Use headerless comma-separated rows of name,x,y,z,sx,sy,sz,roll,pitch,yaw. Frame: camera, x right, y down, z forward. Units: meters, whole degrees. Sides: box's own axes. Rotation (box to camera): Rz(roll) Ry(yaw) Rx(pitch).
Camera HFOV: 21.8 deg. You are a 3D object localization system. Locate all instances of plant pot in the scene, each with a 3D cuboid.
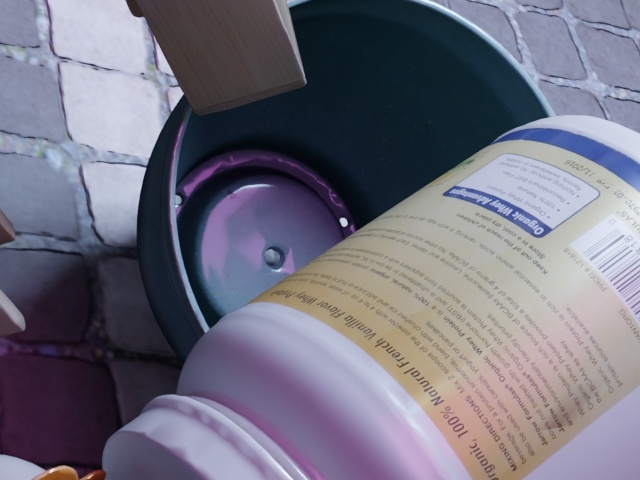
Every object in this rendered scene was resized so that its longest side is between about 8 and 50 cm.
plant pot,0.000,0.000,1.101,0.293,0.196,0.293,5,79,-27

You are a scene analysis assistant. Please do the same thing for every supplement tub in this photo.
supplement tub,0.068,0.098,0.876,0.316,0.228,0.228,-33,81,-27

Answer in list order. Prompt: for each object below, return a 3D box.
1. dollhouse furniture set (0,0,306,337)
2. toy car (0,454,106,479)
dollhouse furniture set,-0.234,-0.154,0.891,0.394,0.256,0.362,-15,61,4
toy car,-0.165,0.169,0.847,0.210,0.238,0.219,-25,76,-46
